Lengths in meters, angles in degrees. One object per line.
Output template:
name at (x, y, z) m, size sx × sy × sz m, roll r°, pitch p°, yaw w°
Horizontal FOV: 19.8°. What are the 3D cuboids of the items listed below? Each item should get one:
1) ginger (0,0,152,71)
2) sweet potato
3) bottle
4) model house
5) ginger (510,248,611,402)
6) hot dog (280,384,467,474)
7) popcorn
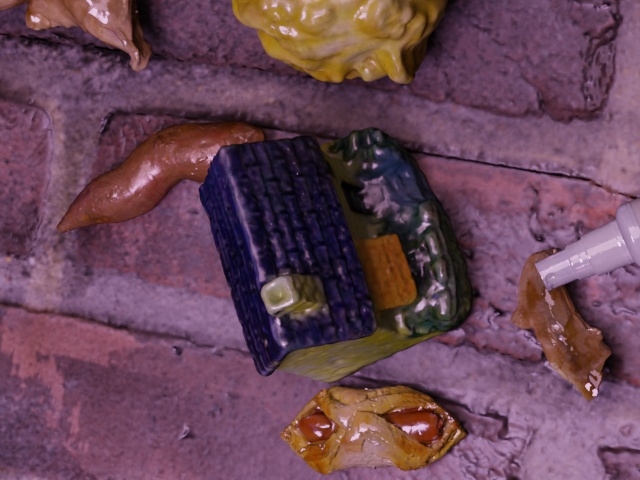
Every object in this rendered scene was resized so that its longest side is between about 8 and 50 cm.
ginger at (-0.243, -0.269, 1.673) m, size 0.219 × 0.123 × 0.270 m, roll -29°, pitch 65°, yaw 3°
sweet potato at (-0.149, -0.063, 1.656) m, size 0.218 × 0.051 × 0.065 m, roll -23°, pitch 78°, yaw 17°
bottle at (0.276, -0.015, 1.472) m, size 0.217 × 0.060 × 0.060 m, roll -23°, pitch 76°, yaw 12°
model house at (0.000, 0.000, 1.508) m, size 0.170 × 0.211 × 0.194 m, roll -22°, pitch 75°, yaw 20°
ginger at (0.200, 0.073, 1.511) m, size 0.057 × 0.044 × 0.137 m, roll -48°, pitch 60°, yaw 41°
hot dog at (0.036, 0.159, 1.552) m, size 0.169 × 0.061 × 0.078 m, roll -6°, pitch 80°, yaw 20°
popcorn at (0.019, -0.246, 1.543) m, size 0.235 × 0.181 × 0.217 m, roll 43°, pitch 98°, yaw 12°
